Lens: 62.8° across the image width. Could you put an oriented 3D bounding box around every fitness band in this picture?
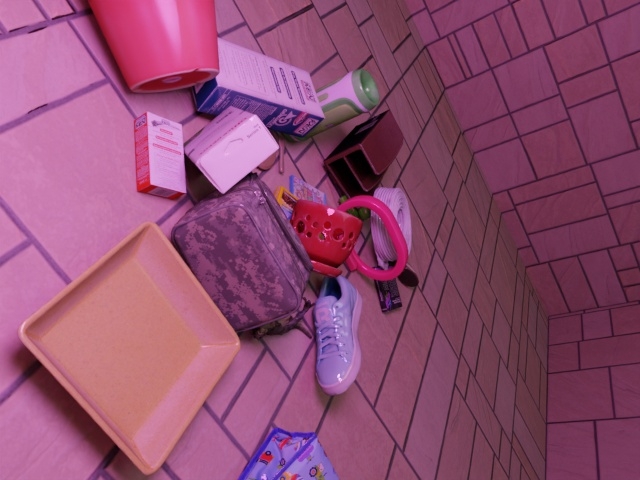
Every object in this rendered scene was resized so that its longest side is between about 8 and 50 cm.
[{"bbox_3d":[0.155,-0.003,1.638,0.290,0.209,0.054,63,33,-14],"label":"fitness band"}]

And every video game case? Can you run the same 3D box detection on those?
[{"bbox_3d":[-0.035,-0.116,1.591,0.166,0.015,0.119,26,54,-49],"label":"video game case"}]

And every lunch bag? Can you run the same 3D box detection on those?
[{"bbox_3d":[-0.089,0.582,1.093,0.293,0.138,0.220,-41,112,-45],"label":"lunch bag"},{"bbox_3d":[-0.158,0.008,1.189,0.305,0.213,0.256,61,18,-18],"label":"lunch bag"}]

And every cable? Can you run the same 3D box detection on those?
[{"bbox_3d":[0.244,-0.056,1.800,0.257,0.089,0.257,-69,146,-42],"label":"cable"}]

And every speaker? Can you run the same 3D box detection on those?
[{"bbox_3d":[0.019,-0.390,1.541,0.131,0.297,0.131,30,52,-46],"label":"speaker"}]

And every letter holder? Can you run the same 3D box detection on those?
[{"bbox_3d":[0.179,-0.270,1.775,0.214,0.152,0.302,56,39,-17],"label":"letter holder"}]

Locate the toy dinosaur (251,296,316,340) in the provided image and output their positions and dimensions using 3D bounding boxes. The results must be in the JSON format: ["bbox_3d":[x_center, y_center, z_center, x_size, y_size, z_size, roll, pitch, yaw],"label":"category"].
[{"bbox_3d":[-0.079,0.193,1.317,0.268,0.064,0.118,14,104,-57],"label":"toy dinosaur"}]

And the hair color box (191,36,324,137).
[{"bbox_3d":[-0.165,-0.394,1.373,0.347,0.105,0.173,4,60,-44],"label":"hair color box"}]

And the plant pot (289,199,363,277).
[{"bbox_3d":[0.000,0.000,1.407,0.191,0.191,0.174,20,88,-51],"label":"plant pot"}]

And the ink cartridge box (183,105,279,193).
[{"bbox_3d":[-0.205,-0.205,1.152,0.092,0.160,0.219,53,-6,-29],"label":"ink cartridge box"}]

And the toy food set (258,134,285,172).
[{"bbox_3d":[-0.167,-0.259,1.453,0.192,0.039,0.132,19,67,-57],"label":"toy food set"}]

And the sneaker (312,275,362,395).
[{"bbox_3d":[0.023,0.235,1.415,0.150,0.135,0.365,49,28,-30],"label":"sneaker"}]

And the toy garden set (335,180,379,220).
[{"bbox_3d":[0.119,-0.170,1.817,0.244,0.049,0.203,-33,98,-51],"label":"toy garden set"}]

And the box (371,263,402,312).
[{"bbox_3d":[0.233,0.166,1.841,0.116,0.029,0.162,-3,76,-56],"label":"box"}]

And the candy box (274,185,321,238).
[{"bbox_3d":[-0.065,-0.058,1.492,0.206,0.027,0.105,37,60,-41],"label":"candy box"}]

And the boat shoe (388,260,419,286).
[{"bbox_3d":[0.309,0.096,1.958,0.190,0.068,0.072,49,28,-31],"label":"boat shoe"}]

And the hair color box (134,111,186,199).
[{"bbox_3d":[-0.345,-0.180,1.129,0.093,0.053,0.167,13,66,-52],"label":"hair color box"}]

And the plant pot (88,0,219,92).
[{"bbox_3d":[-0.338,-0.454,1.106,0.275,0.275,0.243,-28,108,-57],"label":"plant pot"}]

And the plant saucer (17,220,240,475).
[{"bbox_3d":[-0.331,0.184,0.951,0.332,0.081,0.332,59,34,-19],"label":"plant saucer"}]
